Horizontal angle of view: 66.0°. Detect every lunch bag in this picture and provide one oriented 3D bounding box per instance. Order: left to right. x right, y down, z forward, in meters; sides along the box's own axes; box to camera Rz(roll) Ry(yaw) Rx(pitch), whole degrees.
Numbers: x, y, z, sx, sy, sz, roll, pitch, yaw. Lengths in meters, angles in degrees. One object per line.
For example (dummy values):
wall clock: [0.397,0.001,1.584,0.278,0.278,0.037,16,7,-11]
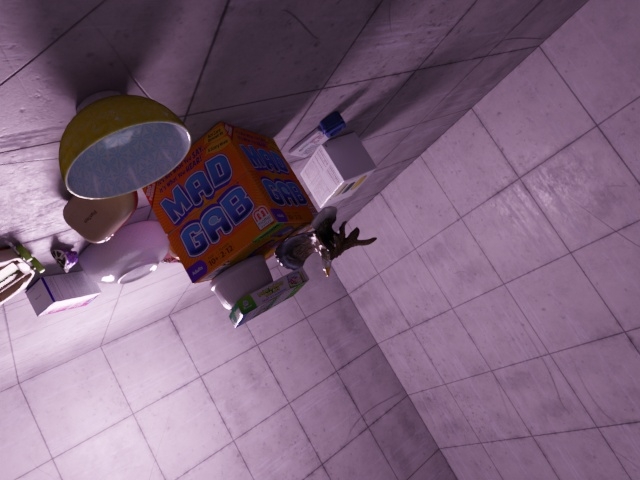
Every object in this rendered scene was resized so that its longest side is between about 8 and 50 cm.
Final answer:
lunch bag: [0.046,-0.436,1.881,0.098,0.065,0.067,-33,170,8]

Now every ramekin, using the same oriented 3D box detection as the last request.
ramekin: [-0.255,0.145,1.649,0.207,0.109,0.207,-31,171,-5]

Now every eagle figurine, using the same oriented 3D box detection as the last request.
eagle figurine: [-0.002,0.011,1.658,0.226,0.226,0.298,25,171,-32]

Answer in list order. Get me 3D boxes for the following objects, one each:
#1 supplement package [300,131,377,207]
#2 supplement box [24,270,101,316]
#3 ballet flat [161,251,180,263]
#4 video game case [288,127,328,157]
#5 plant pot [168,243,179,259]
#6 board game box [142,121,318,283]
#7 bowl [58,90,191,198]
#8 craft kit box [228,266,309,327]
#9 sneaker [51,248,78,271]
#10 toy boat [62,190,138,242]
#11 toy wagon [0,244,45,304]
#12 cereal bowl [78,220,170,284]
supplement package: [0.076,-0.312,2.207,0.199,0.198,0.263,-25,169,-30]
supplement box: [-0.969,0.195,1.870,0.111,0.114,0.220,-36,171,23]
ballet flat: [-0.666,0.067,2.296,0.079,0.076,0.221,-52,167,7]
video game case: [-0.039,-0.391,1.989,0.157,0.019,0.143,-35,170,22]
plant pot: [-0.541,0.024,2.116,0.205,0.205,0.187,-34,155,20]
board game box: [-0.279,-0.115,1.641,0.356,0.357,0.356,-34,170,19]
bowl: [-0.454,-0.235,1.097,0.289,0.156,0.289,-30,171,-5]
craft kit box: [-0.177,0.194,1.648,0.246,0.061,0.250,-24,169,-23]
sneaker: [-0.862,0.054,1.674,0.071,0.068,0.170,-43,-175,-25]
toy boat: [-0.612,-0.109,1.414,0.231,0.151,0.151,-35,-160,28]
toy wagon: [-0.975,0.114,1.440,0.267,0.068,0.344,-41,172,-23]
cereal bowl: [-0.727,0.069,1.884,0.338,0.141,0.339,-29,171,-5]
